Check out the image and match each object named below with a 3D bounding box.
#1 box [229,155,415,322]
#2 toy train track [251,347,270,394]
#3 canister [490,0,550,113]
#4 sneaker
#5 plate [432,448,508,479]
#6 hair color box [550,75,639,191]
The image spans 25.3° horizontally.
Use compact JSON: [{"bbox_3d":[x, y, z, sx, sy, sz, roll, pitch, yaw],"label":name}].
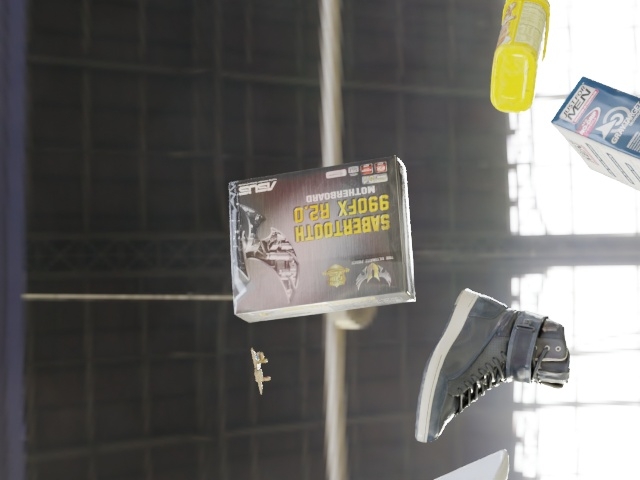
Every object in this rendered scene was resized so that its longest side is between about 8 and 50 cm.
[{"bbox_3d":[0.000,0.000,1.832,0.056,0.231,0.183,41,-136,-66],"label":"box"},{"bbox_3d":[-0.060,0.130,1.480,0.083,0.014,0.048,-101,-1,-80],"label":"toy train track"},{"bbox_3d":[0.305,-0.287,2.180,0.170,0.073,0.126,-69,-16,-51],"label":"canister"},{"bbox_3d":[0.216,0.168,1.744,0.086,0.163,0.226,87,-154,-51],"label":"sneaker"},{"bbox_3d":[0.128,0.419,1.834,0.045,0.277,0.278,39,-126,-11],"label":"plate"},{"bbox_3d":[0.560,-0.139,2.321,0.105,0.347,0.174,-55,-44,-5],"label":"hair color box"}]
